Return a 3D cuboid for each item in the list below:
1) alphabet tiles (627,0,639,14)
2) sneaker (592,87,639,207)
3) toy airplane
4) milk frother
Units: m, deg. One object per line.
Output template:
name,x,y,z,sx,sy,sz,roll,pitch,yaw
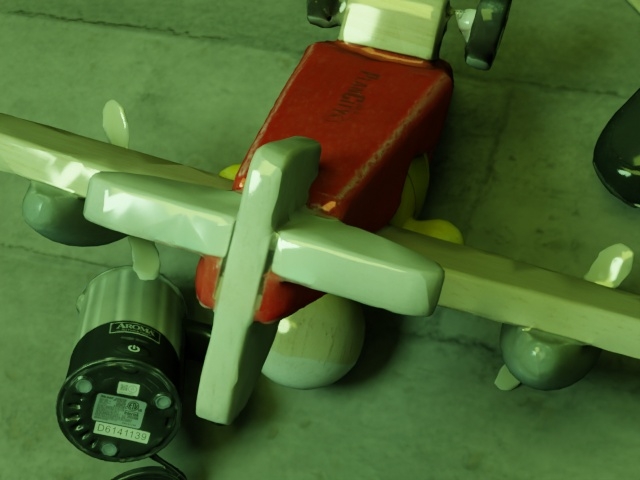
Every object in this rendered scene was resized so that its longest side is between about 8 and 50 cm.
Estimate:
alphabet tiles,0.304,-0.309,1.002,0.237,0.009,0.198,-33,58,1
sneaker,0.306,-0.135,0.844,0.283,0.124,0.107,-32,58,1
toy airplane,0.000,0.000,0.791,0.384,0.272,0.386,-10,39,-28
milk frother,-0.136,0.118,0.891,0.143,0.129,0.135,-54,18,20
